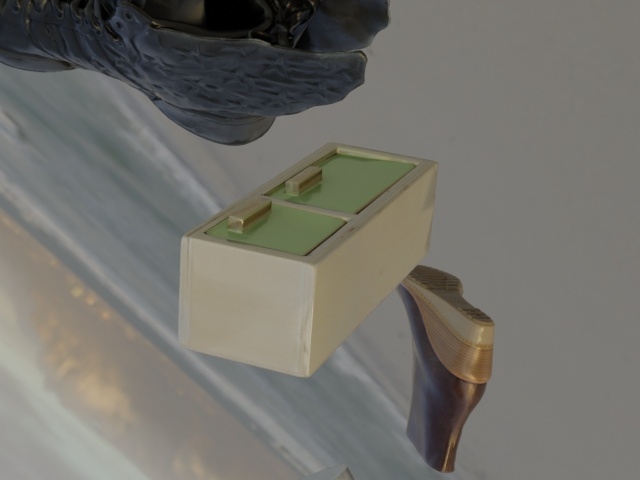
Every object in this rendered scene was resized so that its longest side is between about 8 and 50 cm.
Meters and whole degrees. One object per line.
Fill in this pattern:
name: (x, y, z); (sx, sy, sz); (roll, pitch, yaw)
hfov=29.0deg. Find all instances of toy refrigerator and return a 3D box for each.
toy refrigerator: (0.000, 0.000, 0.946); (0.102, 0.094, 0.269); (12, -157, 20)

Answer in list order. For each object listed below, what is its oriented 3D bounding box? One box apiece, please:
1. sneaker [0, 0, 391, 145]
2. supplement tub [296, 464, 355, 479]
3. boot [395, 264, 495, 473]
sneaker: (-0.063, -0.085, 0.445); (0.170, 0.051, 0.089); (24, 157, 2)
supplement tub: (0.008, 0.391, 1.081); (0.331, 0.241, 0.241); (63, 172, 3)
boot: (0.133, 0.154, 1.587); (0.090, 0.207, 0.248); (8, -162, -23)
